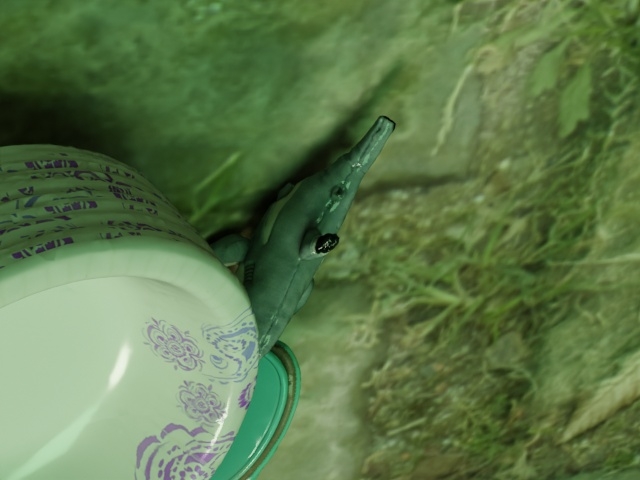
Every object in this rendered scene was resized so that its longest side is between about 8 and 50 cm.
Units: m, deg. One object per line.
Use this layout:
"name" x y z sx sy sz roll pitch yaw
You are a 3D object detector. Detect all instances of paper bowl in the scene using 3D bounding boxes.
"paper bowl" -0.185 0.073 0.911 0.284 0.148 0.284 -25 141 -23

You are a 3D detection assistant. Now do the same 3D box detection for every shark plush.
"shark plush" 0.000 0.000 1.023 0.161 0.067 0.073 -43 113 5

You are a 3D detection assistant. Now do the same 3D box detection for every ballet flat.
"ballet flat" -0.079 0.146 1.120 0.247 0.083 0.087 -56 165 23
